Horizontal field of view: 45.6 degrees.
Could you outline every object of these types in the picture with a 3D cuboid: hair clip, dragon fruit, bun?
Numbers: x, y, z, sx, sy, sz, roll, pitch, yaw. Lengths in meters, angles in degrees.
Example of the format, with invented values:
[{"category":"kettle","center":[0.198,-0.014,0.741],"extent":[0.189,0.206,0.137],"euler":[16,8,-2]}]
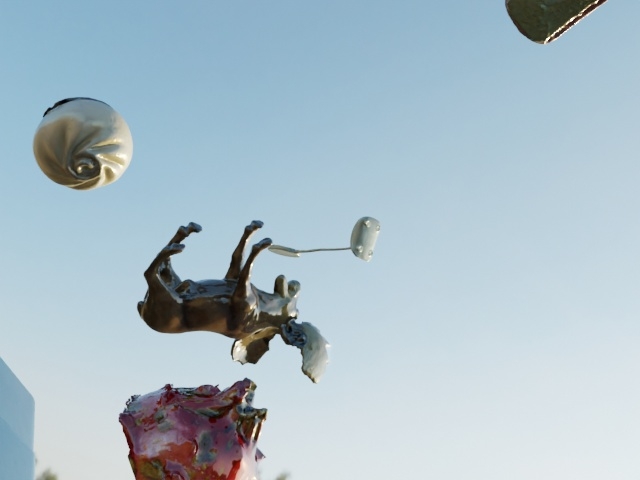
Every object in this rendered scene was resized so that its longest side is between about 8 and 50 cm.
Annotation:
[{"category":"hair clip","center":[0.190,-0.184,0.510],"extent":[0.054,0.022,0.137],"euler":[39,-47,-25]},{"category":"dragon fruit","center":[-0.088,0.181,0.663],"extent":[0.111,0.153,0.153],"euler":[-28,-45,6]},{"category":"bun","center":[-0.418,-0.159,1.353],"extent":[0.173,0.173,0.120],"euler":[55,4,-44]}]

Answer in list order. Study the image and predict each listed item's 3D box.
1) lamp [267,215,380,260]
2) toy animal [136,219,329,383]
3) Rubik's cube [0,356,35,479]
[{"category":"lamp","center":[0.000,0.000,1.066],"extent":[0.050,0.056,0.198],"euler":[19,-14,-41]},{"category":"toy animal","center":[-0.086,0.071,0.810],"extent":[0.214,0.186,0.094],"euler":[-1,22,-19]},{"category":"Rubik's cube","center":[-0.492,0.211,0.671],"extent":[0.347,0.346,0.344],"euler":[64,-5,-33]}]
